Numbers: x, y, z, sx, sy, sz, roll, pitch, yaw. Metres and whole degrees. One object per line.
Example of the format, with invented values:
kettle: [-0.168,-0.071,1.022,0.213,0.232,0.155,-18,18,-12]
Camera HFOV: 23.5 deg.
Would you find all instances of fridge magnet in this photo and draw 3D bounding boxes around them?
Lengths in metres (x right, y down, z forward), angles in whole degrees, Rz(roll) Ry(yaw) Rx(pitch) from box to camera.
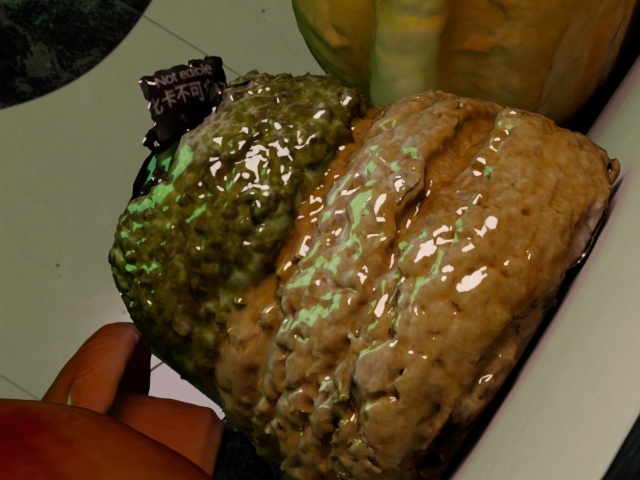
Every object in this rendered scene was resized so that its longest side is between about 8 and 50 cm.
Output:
fridge magnet: [-0.149,0.233,0.999,0.363,0.155,0.364,11,-90,-90]

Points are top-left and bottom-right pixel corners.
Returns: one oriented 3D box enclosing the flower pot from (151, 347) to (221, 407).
flower pot: [-0.023,0.072,1.234,0.212,0.202,0.212,-56,-6,-9]

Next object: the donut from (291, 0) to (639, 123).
donut: [0.129,-0.258,0.906,0.449,0.198,0.449,20,-90,-80]

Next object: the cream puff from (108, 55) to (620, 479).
cream puff: [0.000,0.000,0.591,0.183,0.169,0.183,-57,-4,-6]

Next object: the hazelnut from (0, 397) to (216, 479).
hazelnut: [-0.092,0.146,0.500,0.208,0.208,0.208,-58,-3,-4]

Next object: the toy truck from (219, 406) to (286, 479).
toy truck: [-0.003,0.124,1.005,0.100,0.077,0.169,-25,-11,-5]
